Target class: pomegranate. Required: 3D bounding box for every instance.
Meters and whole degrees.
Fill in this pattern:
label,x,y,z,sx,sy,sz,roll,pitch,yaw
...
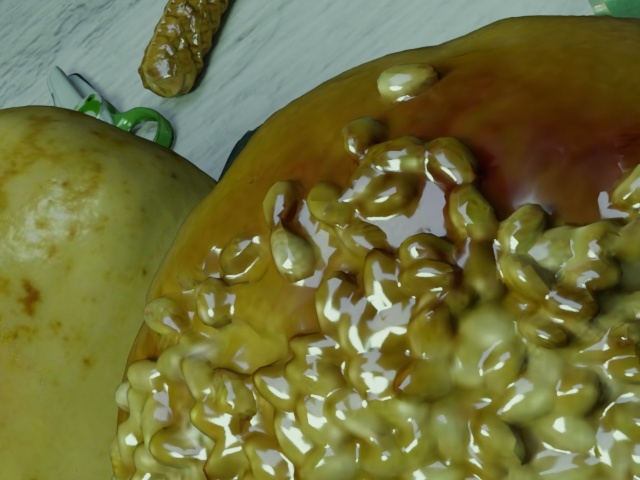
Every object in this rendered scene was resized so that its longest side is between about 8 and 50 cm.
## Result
label,x,y,z,sx,sy,sz,roll,pitch,yaw
pomegranate,-0.167,0.067,1.132,0.342,0.342,0.342,-26,42,27

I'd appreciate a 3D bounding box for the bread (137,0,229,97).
label,x,y,z,sx,sy,sz,roll,pitch,yaw
bread,-0.104,-0.183,1.500,0.052,0.044,0.157,-2,57,40

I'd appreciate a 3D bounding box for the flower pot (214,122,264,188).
label,x,y,z,sx,sy,sz,roll,pitch,yaw
flower pot,0.000,0.000,0.987,0.157,0.157,0.107,-31,29,21

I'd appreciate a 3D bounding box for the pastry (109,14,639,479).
label,x,y,z,sx,sy,sz,roll,pitch,yaw
pastry,0.101,0.100,0.777,0.410,0.245,0.409,1,95,18

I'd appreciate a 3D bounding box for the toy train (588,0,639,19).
label,x,y,z,sx,sy,sz,roll,pitch,yaw
toy train,0.254,-0.203,1.141,0.194,0.081,0.125,-16,58,32

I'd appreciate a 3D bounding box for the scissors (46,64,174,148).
label,x,y,z,sx,sy,sz,roll,pitch,yaw
scissors,-0.187,-0.097,1.521,0.101,0.027,0.204,-44,39,4
